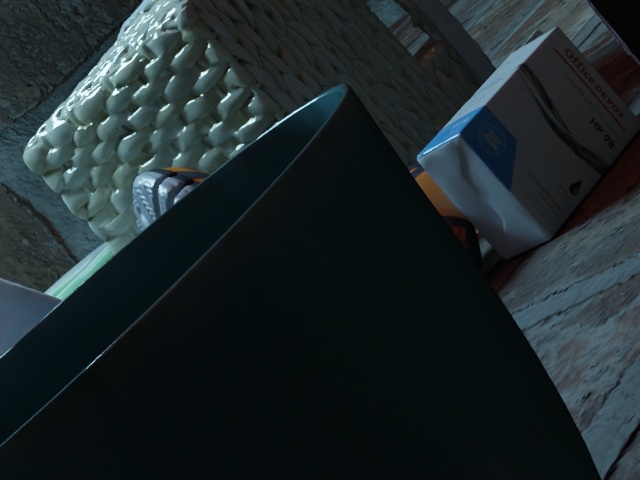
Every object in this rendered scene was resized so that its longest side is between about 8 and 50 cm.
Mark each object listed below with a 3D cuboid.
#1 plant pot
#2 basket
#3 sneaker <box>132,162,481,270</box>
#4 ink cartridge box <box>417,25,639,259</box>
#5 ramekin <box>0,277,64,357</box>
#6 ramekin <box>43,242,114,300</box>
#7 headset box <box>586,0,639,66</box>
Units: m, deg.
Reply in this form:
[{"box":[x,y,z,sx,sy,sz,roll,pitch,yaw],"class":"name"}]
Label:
[{"box":[-0.024,0.125,0.736,0.293,0.235,0.293,-40,8,6],"class":"plant pot"},{"box":[-0.054,-0.107,1.849,0.331,0.328,0.266,-33,14,46],"class":"basket"},{"box":[0.000,0.000,1.509,0.180,0.125,0.321,-30,38,-29],"class":"sneaker"},{"box":[0.166,-0.084,1.442,0.180,0.104,0.060,-48,9,-35],"class":"ink cartridge box"},{"box":[-0.271,0.118,1.791,0.277,0.277,0.135,172,118,-76],"class":"ramekin"},{"box":[-0.296,0.134,2.364,0.303,0.148,0.303,-41,8,7],"class":"ramekin"},{"box":[0.316,-0.248,1.584,0.218,0.110,0.293,-40,8,11],"class":"headset box"}]
